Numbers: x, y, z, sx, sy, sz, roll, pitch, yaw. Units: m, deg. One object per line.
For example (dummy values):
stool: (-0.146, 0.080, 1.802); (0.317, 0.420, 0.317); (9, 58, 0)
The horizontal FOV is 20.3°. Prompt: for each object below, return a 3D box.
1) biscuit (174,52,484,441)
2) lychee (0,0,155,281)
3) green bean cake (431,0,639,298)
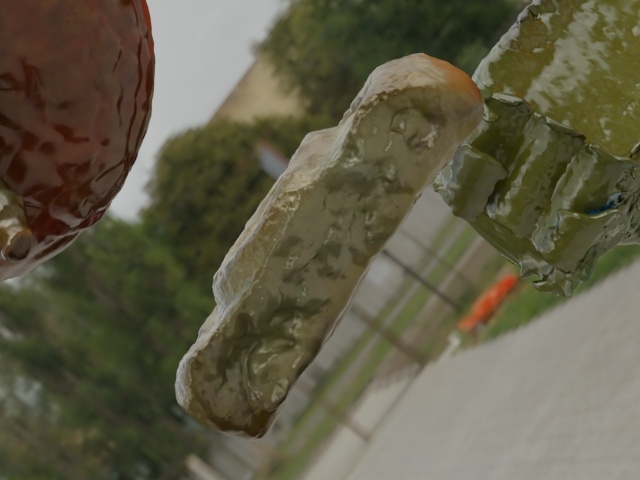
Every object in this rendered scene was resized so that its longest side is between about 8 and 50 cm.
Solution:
biscuit: (-0.001, -0.001, 1.154); (0.274, 0.091, 0.213); (-58, 1, 1)
lychee: (-0.209, -0.087, 0.906); (0.255, 0.255, 0.300); (-54, 32, 34)
green bean cake: (0.262, -0.064, 1.595); (0.310, 0.285, 0.202); (-44, -16, -47)
